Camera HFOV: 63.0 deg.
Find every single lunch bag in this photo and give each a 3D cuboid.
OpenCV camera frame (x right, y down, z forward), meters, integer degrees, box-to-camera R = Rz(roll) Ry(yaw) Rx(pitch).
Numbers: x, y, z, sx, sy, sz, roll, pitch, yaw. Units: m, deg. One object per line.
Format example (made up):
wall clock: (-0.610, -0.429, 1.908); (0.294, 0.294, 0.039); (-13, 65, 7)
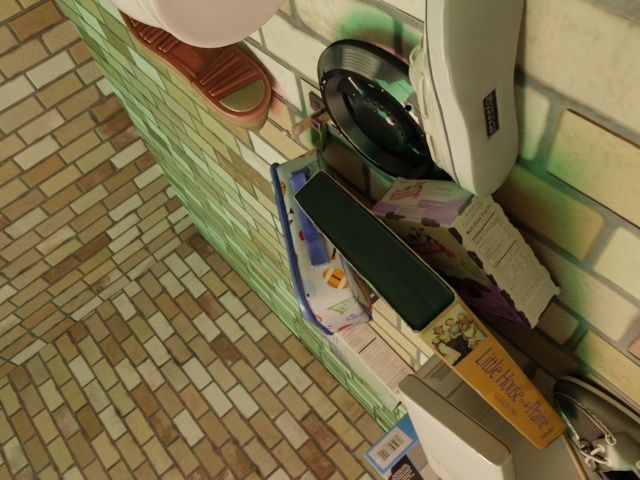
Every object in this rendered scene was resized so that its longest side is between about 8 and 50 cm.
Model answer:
lunch bag: (0.000, 0.000, 0.900); (0.243, 0.115, 0.303); (50, -157, -65)

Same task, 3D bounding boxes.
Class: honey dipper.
honey dipper: (0.383, 0.314, 0.800); (0.030, 0.031, 0.160); (57, -166, -23)

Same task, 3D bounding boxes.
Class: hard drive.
hard drive: (0.244, 0.375, 0.893); (0.203, 0.040, 0.307); (31, 153, 44)

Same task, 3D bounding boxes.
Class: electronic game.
electronic game: (0.084, -0.156, 0.668); (0.229, 0.048, 0.229); (41, 168, 10)

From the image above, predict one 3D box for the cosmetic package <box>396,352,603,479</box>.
cosmetic package: (0.348, 0.394, 0.991); (0.385, 0.156, 0.217); (52, 162, 0)

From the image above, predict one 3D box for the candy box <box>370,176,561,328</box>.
candy box: (0.182, 0.010, 0.672); (0.196, 0.070, 0.165); (45, 168, -25)

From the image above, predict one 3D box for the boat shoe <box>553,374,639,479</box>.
boat shoe: (0.441, 0.335, 0.707); (0.335, 0.095, 0.112); (46, 164, 17)

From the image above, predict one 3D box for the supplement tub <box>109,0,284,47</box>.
supplement tub: (-0.189, -0.383, 0.560); (0.325, 0.235, 0.235); (45, 163, 20)

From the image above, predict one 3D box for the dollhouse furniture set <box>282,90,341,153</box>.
dollhouse furniture set: (-0.012, -0.162, 0.860); (0.091, 0.081, 0.114); (44, 163, 23)

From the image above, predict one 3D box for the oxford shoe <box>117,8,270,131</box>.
oxford shoe: (-0.247, -0.354, 0.986); (0.397, 0.140, 0.146); (51, 172, 6)

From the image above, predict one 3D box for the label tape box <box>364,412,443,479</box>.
label tape box: (0.318, 0.676, 1.543); (0.347, 0.249, 0.115); (57, 163, -23)

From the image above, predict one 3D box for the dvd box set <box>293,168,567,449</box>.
dvd box set: (0.158, 0.104, 0.726); (0.420, 0.062, 0.307); (43, -177, -41)

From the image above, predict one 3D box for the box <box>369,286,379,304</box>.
box: (0.071, 0.059, 1.111); (0.156, 0.093, 0.158); (50, 165, 3)

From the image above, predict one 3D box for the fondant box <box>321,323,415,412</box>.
fondant box: (0.141, 0.351, 1.583); (0.330, 0.096, 0.238); (46, 164, 21)

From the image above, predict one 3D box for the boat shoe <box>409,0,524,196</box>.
boat shoe: (0.126, -0.157, 0.482); (0.088, 0.096, 0.267); (38, 165, 41)
